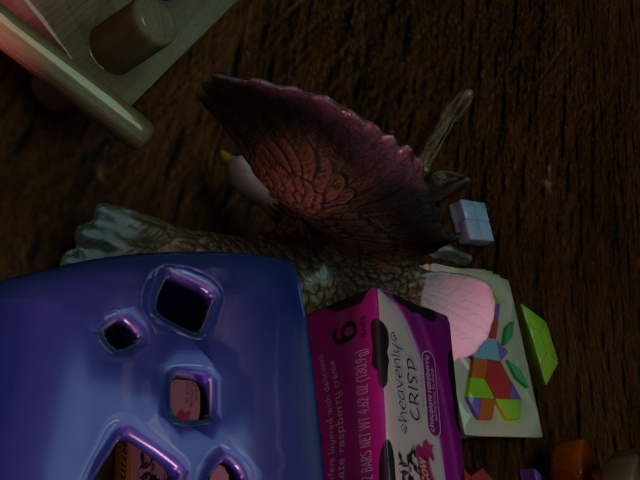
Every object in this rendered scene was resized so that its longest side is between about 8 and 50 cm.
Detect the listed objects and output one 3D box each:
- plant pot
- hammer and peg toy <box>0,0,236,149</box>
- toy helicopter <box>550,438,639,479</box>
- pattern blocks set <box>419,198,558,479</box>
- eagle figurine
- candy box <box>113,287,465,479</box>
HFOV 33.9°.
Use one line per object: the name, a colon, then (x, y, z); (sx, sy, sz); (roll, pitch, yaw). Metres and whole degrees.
plant pot: (-0.149, 0.136, 0.494); (0.212, 0.236, 0.235); (12, 62, -39)
hammer and peg toy: (-0.186, -0.208, 0.716); (0.266, 0.127, 0.361); (52, 40, -19)
toy helicopter: (0.341, 0.358, 1.019); (0.355, 0.140, 0.235); (55, 33, -35)
pattern blocks set: (0.152, 0.109, 1.016); (0.285, 0.026, 0.324); (-9, 77, -51)
eagle figurine: (-0.010, -0.003, 0.759); (0.298, 0.225, 0.226); (-15, 107, -63)
candy box: (-0.029, 0.141, 0.620); (0.071, 0.233, 0.159); (24, 53, -40)
